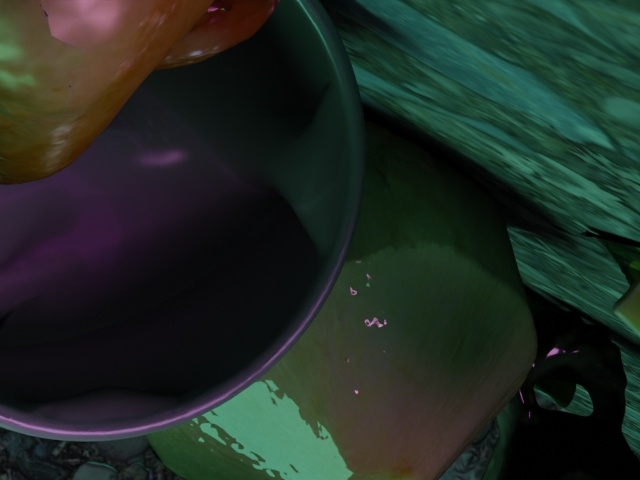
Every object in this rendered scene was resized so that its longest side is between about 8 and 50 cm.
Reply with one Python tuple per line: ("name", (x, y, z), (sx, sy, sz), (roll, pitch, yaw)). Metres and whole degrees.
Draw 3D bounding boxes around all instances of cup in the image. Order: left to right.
("cup", (-0.137, -0.056, 0.882), (0.212, 0.212, 0.317), (31, 179, -25))

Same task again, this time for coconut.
("coconut", (0.000, 0.045, 1.114), (0.259, 0.259, 0.259), (30, 177, 2))

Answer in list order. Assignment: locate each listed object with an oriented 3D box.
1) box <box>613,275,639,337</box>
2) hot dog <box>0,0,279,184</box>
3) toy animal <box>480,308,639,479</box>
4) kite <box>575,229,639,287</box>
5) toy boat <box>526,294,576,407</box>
("box", (0.196, 0.071, 0.530), (0.175, 0.062, 0.260), (45, -170, 26))
("hot dog", (-0.109, -0.103, 0.462), (0.257, 0.150, 0.153), (28, 168, 24))
("toy animal", (0.274, 0.215, 1.494), (0.344, 0.302, 0.194), (6, -176, -4))
("kite", (0.235, 0.080, 0.908), (0.321, 0.016, 0.234), (46, 165, 20))
("toy boat", (0.099, 0.045, 1.541), (0.276, 0.084, 0.111), (28, 176, -32))
